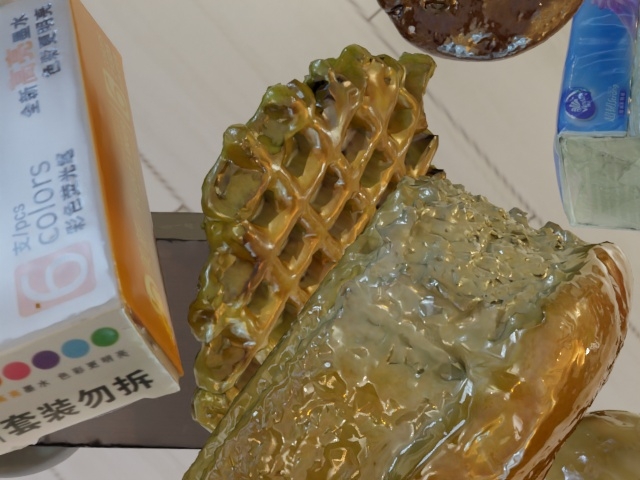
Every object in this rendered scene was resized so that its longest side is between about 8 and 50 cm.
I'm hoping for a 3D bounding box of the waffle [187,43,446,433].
[{"bbox_3d":[0.002,0.001,0.812,0.052,0.254,0.245,23,115,29],"label":"waffle"}]

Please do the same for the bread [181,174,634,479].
[{"bbox_3d":[0.022,0.084,0.527,0.121,0.174,0.245,38,106,0],"label":"bread"}]

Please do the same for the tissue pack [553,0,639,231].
[{"bbox_3d":[0.381,-0.170,1.666,0.146,0.198,0.263,3,55,18],"label":"tissue pack"}]

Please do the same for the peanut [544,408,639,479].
[{"bbox_3d":[0.235,0.235,0.886,0.147,0.147,0.319,-41,116,-11],"label":"peanut"}]

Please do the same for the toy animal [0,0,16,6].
[{"bbox_3d":[-0.303,-0.187,0.933,0.165,0.187,0.235,38,45,-9],"label":"toy animal"}]

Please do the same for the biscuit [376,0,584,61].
[{"bbox_3d":[0.144,-0.253,1.137,0.212,0.036,0.212,-3,112,-7],"label":"biscuit"}]

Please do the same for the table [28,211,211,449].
[{"bbox_3d":[-0.169,0.047,1.230,0.250,0.282,0.196,0,107,0],"label":"table"}]

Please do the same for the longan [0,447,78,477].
[{"bbox_3d":[-0.361,0.179,1.515,0.220,0.196,0.197,-6,87,-4],"label":"longan"}]

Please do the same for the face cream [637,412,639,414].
[{"bbox_3d":[0.399,0.177,1.329,0.274,0.154,0.096,-26,68,21],"label":"face cream"}]

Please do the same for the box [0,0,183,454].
[{"bbox_3d":[-0.208,-0.004,0.766,0.220,0.091,0.274,-23,51,5],"label":"box"}]
